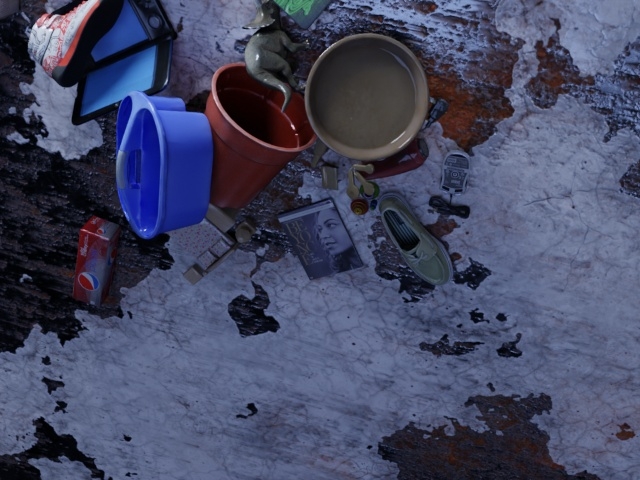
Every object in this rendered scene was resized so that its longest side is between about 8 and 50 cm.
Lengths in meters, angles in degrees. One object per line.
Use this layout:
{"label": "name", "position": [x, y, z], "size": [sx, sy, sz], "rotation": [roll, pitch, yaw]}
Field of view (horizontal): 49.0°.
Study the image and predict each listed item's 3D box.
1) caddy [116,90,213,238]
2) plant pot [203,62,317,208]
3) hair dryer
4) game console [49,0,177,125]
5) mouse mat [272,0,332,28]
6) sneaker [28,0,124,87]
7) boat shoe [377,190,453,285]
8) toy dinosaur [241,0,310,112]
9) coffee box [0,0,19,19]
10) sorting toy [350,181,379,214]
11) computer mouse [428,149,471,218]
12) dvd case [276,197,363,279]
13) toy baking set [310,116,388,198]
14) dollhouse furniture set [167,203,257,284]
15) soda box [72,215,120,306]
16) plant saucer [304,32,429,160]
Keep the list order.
{"label": "caddy", "position": [-0.379, -0.171, 1.596], "size": [0.241, 0.179, 0.341], "rotation": [36, 127, 41]}
{"label": "plant pot", "position": [-0.186, -0.229, 1.673], "size": [0.272, 0.272, 0.265], "rotation": [34, 130, -8]}
{"label": "hair dryer", "position": [0.164, -0.261, 1.684], "size": [0.224, 0.080, 0.293], "rotation": [32, 120, 13]}
{"label": "game console", "position": [-0.503, -0.449, 1.652], "size": [0.293, 0.173, 0.250], "rotation": [-16, 116, 21]}
{"label": "mouse mat", "position": [-0.026, -0.580, 1.529], "size": [0.153, 0.007, 0.189], "rotation": [41, 109, -13]}
{"label": "sneaker", "position": [-0.573, -0.501, 1.616], "size": [0.145, 0.090, 0.270], "rotation": [42, 108, 14]}
{"label": "boat shoe", "position": [0.237, 0.013, 1.804], "size": [0.109, 0.094, 0.302], "rotation": [-30, 110, 27]}
{"label": "toy dinosaur", "position": [-0.112, -0.403, 1.570], "size": [0.160, 0.313, 0.121], "rotation": [15, 154, -22]}
{"label": "coffee box", "position": [-0.793, -0.679, 1.611], "size": [0.168, 0.118, 0.297], "rotation": [19, 123, 1]}
{"label": "sorting toy", "position": [0.116, -0.099, 1.796], "size": [0.061, 0.042, 0.102], "rotation": [27, 123, -4]}
{"label": "computer mouse", "position": [0.330, -0.144, 1.719], "size": [0.106, 0.042, 0.192], "rotation": [13, 129, 11]}
{"label": "dvd case", "position": [0.000, 0.000, 1.900], "size": [0.165, 0.018, 0.221], "rotation": [-15, 116, 22]}
{"label": "toy baking set", "position": [0.075, -0.216, 1.699], "size": [0.197, 0.030, 0.256], "rotation": [34, 128, 19]}
{"label": "dollhouse furniture set", "position": [-0.365, -0.038, 1.873], "size": [0.303, 0.173, 0.356], "rotation": [43, 121, -13]}
{"label": "soda box", "position": [-0.658, 0.063, 2.059], "size": [0.092, 0.083, 0.263], "rotation": [20, 123, 0]}
{"label": "plant saucer", "position": [0.103, -0.316, 1.562], "size": [0.278, 0.041, 0.277], "rotation": [-1, 102, -4]}
